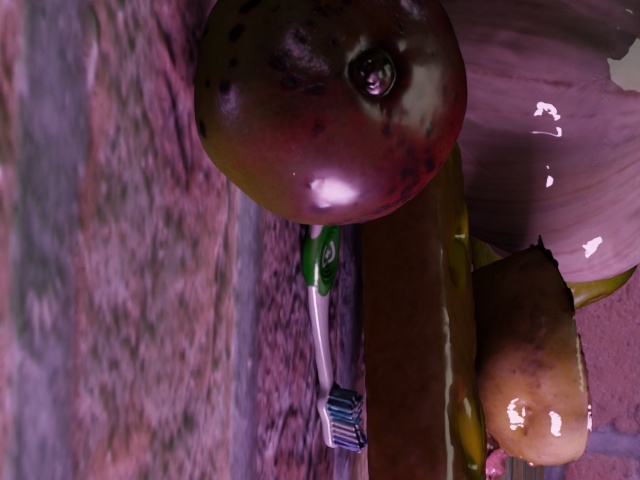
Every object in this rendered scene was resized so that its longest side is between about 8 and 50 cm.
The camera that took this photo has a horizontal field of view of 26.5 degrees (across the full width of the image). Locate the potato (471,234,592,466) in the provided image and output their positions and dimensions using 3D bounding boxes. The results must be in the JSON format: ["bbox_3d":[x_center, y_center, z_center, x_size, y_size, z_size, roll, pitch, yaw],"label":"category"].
[{"bbox_3d":[0.130,0.081,0.969,0.200,0.081,0.164,-141,-136,-82],"label":"potato"}]

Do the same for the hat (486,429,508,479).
[{"bbox_3d":[0.124,0.149,1.182,0.286,0.107,0.237,29,53,-80],"label":"hat"}]

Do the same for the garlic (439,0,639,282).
[{"bbox_3d":[0.171,-0.132,1.060,0.317,0.259,0.317,-31,131,-45],"label":"garlic"}]

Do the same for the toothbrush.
[{"bbox_3d":[-0.002,0.000,0.824,0.030,0.030,0.304,-63,149,-60],"label":"toothbrush"}]

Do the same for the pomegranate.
[{"bbox_3d":[0.005,-0.064,0.640,0.159,0.129,0.129,77,18,-73],"label":"pomegranate"}]

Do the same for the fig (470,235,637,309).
[{"bbox_3d":[0.250,-0.054,1.578,0.206,0.206,0.275,-51,122,-68],"label":"fig"}]

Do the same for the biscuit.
[{"bbox_3d":[0.065,0.081,0.876,0.350,0.070,0.394,75,13,-78],"label":"biscuit"}]
